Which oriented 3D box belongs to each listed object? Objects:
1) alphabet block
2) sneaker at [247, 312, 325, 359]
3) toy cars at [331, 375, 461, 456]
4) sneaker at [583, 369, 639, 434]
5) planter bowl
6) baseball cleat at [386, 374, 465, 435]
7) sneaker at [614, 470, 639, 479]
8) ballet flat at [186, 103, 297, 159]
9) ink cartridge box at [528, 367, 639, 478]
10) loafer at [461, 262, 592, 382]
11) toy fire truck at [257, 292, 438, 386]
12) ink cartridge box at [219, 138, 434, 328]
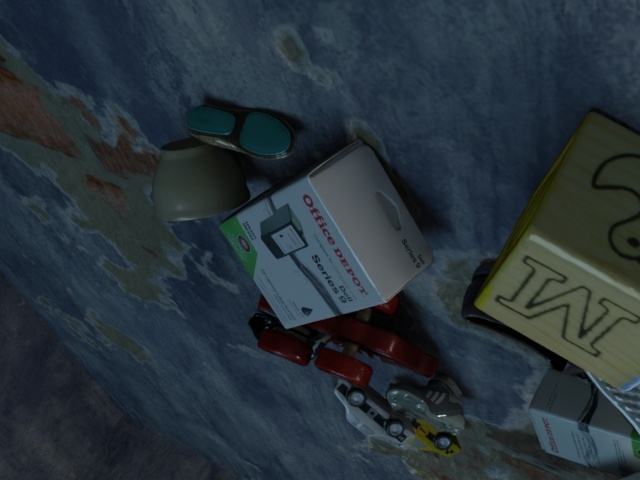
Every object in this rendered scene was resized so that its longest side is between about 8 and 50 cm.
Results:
[{"bbox_3d":[0.313,0.016,0.871,0.197,0.192,0.193,30,150,8],"label":"alphabet block"},{"bbox_3d":[-0.082,0.199,1.708,0.234,0.084,0.097,-3,133,50],"label":"sneaker"},{"bbox_3d":[0.138,0.354,1.570,0.393,0.087,0.176,31,-167,-50],"label":"toy cars"},{"bbox_3d":[0.422,0.167,1.043,0.126,0.127,0.321,-29,89,21],"label":"sneaker"},{"bbox_3d":[-0.203,-0.109,1.303,0.162,0.162,0.109,8,115,41],"label":"planter bowl"},{"bbox_3d":[0.196,0.291,1.498,0.072,0.110,0.206,-23,134,35],"label":"baseball cleat"},{"bbox_3d":[0.518,0.399,1.149,0.150,0.135,0.366,9,164,-13],"label":"sneaker"},{"bbox_3d":[-0.110,-0.162,1.207,0.206,0.073,0.067,22,176,29],"label":"ballet flat"},{"bbox_3d":[0.454,0.299,1.268,0.208,0.087,0.153,12,145,35],"label":"ink cartridge box"},{"bbox_3d":[0.338,0.151,1.153,0.302,0.095,0.109,33,152,4],"label":"loafer"},{"bbox_3d":[0.044,0.171,1.467,0.302,0.169,0.254,14,166,33],"label":"toy fire truck"},{"bbox_3d":[0.000,0.000,1.202,0.211,0.121,0.289,57,147,-6],"label":"ink cartridge box"}]
